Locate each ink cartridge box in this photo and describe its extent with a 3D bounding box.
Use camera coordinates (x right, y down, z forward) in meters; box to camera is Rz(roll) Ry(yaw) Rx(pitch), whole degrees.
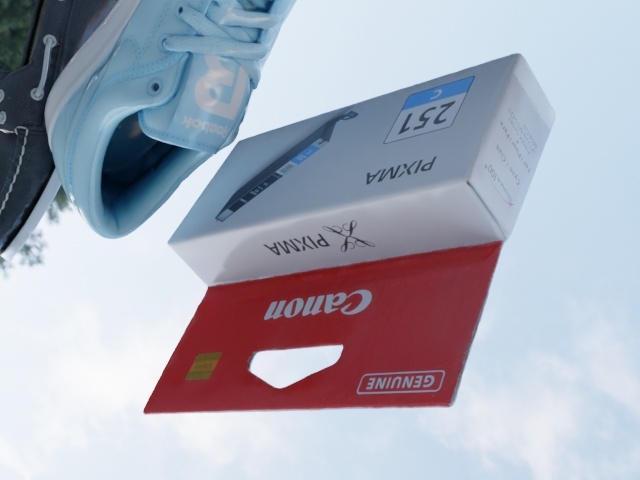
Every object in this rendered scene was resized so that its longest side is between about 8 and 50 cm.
[{"bbox_3d":[0.000,0.000,0.639,0.296,0.066,0.261,-11,-141,41],"label":"ink cartridge box"}]

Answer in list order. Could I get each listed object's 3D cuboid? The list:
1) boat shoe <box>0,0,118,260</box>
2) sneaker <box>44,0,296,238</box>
[{"bbox_3d":[-0.257,-0.133,0.794,0.114,0.091,0.302,-13,-124,56],"label":"boat shoe"},{"bbox_3d":[-0.076,-0.140,0.628,0.366,0.135,0.150,-49,-131,33],"label":"sneaker"}]
